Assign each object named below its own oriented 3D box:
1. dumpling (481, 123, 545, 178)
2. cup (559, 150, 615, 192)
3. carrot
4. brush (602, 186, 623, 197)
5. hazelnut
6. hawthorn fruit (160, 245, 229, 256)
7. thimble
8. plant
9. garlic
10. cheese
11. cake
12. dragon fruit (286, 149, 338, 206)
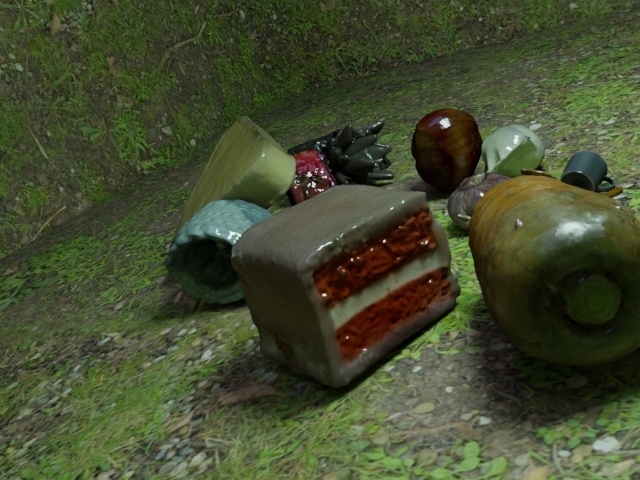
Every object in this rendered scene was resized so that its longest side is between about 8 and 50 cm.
[{"bbox_3d":[0.423,-0.189,1.647,0.166,0.126,0.216,-44,24,16],"label":"dumpling"},{"bbox_3d":[0.523,-0.119,1.409,0.100,0.078,0.077,24,45,21],"label":"cup"},{"bbox_3d":[0.318,0.031,0.986,0.224,0.224,0.341,-19,11,5],"label":"carrot"},{"bbox_3d":[0.503,-0.066,1.359,0.170,0.014,0.043,-25,21,-14],"label":"brush"},{"bbox_3d":[0.299,-0.215,1.687,0.178,0.204,0.178,-13,36,10],"label":"hazelnut"},{"bbox_3d":[-0.284,-0.032,1.886,0.165,0.165,0.285,3,34,49],"label":"hawthorn fruit"},{"bbox_3d":[-0.210,0.027,1.552,0.250,0.205,0.172,-4,29,24],"label":"thimble"},{"bbox_3d":[0.050,-0.222,1.977,0.320,0.194,0.181,-11,25,35],"label":"plant"},{"bbox_3d":[0.330,-0.084,1.452,0.159,0.102,0.147,-14,22,22],"label":"garlic"},{"bbox_3d":[-0.223,-0.111,1.727,0.384,0.104,0.384,-42,29,30],"label":"cheese"},{"bbox_3d":[0.042,0.057,1.177,0.309,0.237,0.230,-31,24,-32],"label":"cake"},{"bbox_3d":[-0.007,-0.115,1.763,0.147,0.211,0.282,-23,44,-6],"label":"dragon fruit"}]
